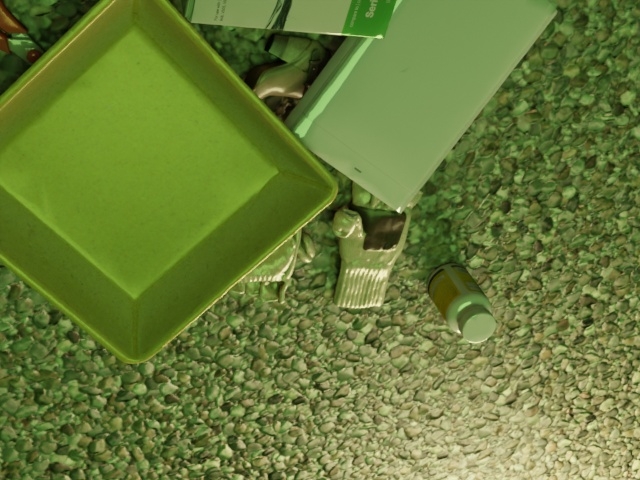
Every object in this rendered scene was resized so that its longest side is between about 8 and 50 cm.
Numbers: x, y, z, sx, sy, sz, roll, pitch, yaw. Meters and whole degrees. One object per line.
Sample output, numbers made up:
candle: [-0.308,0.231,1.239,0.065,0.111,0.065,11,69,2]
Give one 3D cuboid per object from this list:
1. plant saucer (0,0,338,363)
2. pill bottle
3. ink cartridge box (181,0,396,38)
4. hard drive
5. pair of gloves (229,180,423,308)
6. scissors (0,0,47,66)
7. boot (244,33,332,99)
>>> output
plant saucer: [-0.207,-0.073,1.082,0.332,0.081,0.333,-40,116,9]
pill bottle: [0.192,0.086,1.309,0.065,0.116,0.065,-7,121,-12]
ink cartridge box: [-0.038,-0.290,0.988,0.208,0.153,0.087,0,138,-18]
hard drive: [0.119,-0.201,1.129,0.203,0.040,0.307,32,100,-38]
pair of gloves: [0.000,0.000,1.245,0.240,0.042,0.204,7,117,-20]
scissors: [-0.314,-0.216,1.033,0.297,0.021,0.109,27,109,-28]
boot: [-0.039,-0.182,1.127,0.087,0.042,0.118,22,111,-29]
